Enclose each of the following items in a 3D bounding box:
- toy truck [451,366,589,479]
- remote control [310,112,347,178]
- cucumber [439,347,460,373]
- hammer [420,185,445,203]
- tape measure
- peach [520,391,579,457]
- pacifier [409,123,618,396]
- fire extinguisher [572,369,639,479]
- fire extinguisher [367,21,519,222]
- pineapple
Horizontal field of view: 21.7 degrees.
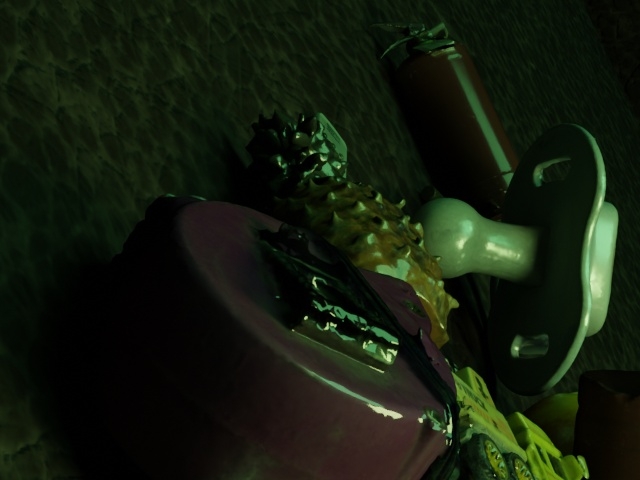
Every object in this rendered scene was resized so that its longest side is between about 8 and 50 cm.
[{"bbox_3d":[0.120,0.185,1.370,0.272,0.124,0.157,37,30,-49],"label":"toy truck"},{"bbox_3d":[0.006,-0.073,1.568,0.053,0.018,0.124,52,22,-26],"label":"remote control"},{"bbox_3d":[0.102,0.128,1.513,0.181,0.053,0.053,50,23,-25],"label":"cucumber"},{"bbox_3d":[0.133,-0.008,1.810,0.035,0.019,0.110,40,32,-48],"label":"hammer"},{"bbox_3d":[-0.027,0.070,1.032,0.232,0.149,0.245,27,20,-30],"label":"tape measure"},{"bbox_3d":[0.255,0.252,1.638,0.190,0.192,0.190,20,20,-8],"label":"peach"},{"bbox_3d":[0.188,0.009,1.723,0.226,0.238,0.287,15,82,-23],"label":"pacifier"},{"bbox_3d":[0.267,0.290,1.483,0.135,0.114,0.337,-3,99,-59],"label":"fire extinguisher"},{"bbox_3d":[0.150,-0.143,1.927,0.269,0.105,0.105,67,20,9],"label":"fire extinguisher"},{"bbox_3d":[0.000,0.000,1.312,0.158,0.158,0.278,48,12,-37],"label":"pineapple"}]
